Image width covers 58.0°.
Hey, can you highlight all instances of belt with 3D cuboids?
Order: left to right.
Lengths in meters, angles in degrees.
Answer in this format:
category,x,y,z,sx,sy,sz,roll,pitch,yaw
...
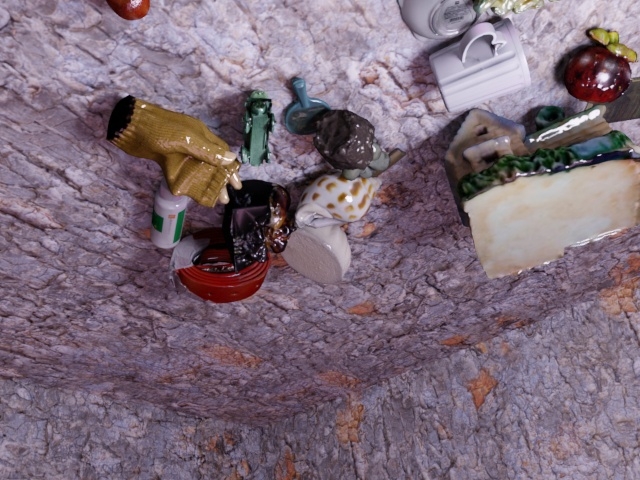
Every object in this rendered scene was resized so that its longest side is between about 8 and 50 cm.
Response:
category,x,y,z,sx,sy,sz,roll,pitch,yaw
belt,-0.324,0.078,1.818,0.323,0.227,0.115,-1,143,-23

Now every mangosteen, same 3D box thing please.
category,x,y,z,sx,sy,sz,roll,pitch,yaw
mangosteen,0.707,-0.435,1.453,0.166,0.166,0.180,6,119,-26

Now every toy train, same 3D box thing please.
category,x,y,z,sx,sy,sz,roll,pitch,yaw
toy train,-0.157,-0.278,1.420,0.083,0.132,0.200,2,143,-12

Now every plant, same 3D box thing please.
category,x,y,z,sx,sy,sz,roll,pitch,yaw
plant,0.094,-0.239,1.535,0.146,0.149,0.274,22,178,27

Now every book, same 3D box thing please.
category,x,y,z,sx,sy,sz,roll,pitch,yaw
book,0.883,-0.405,1.665,0.228,0.024,0.160,-10,147,-4

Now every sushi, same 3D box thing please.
category,x,y,z,sx,sy,sz,roll,pitch,yaw
sushi,-0.179,-0.063,1.701,0.212,0.215,0.227,-8,127,-15

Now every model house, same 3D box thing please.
category,x,y,z,sx,sy,sz,roll,pitch,yaw
model house,0.569,-0.198,1.564,0.445,0.400,0.395,-20,135,15

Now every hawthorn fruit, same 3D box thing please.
category,x,y,z,sx,sy,sz,roll,pitch,yaw
hawthorn fruit,-0.368,-0.466,1.109,0.093,0.093,0.093,-9,147,-6

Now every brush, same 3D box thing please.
category,x,y,z,sx,sy,sz,roll,pitch,yaw
brush,0.160,-0.191,1.743,0.043,0.036,0.248,14,139,-45

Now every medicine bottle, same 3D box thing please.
category,x,y,z,sx,sy,sz,roll,pitch,yaw
medicine bottle,-0.434,-0.082,1.658,0.095,0.095,0.260,2,145,-21

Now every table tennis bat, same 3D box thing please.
category,x,y,z,sx,sy,sz,roll,pitch,yaw
table tennis bat,-0.038,-0.336,1.461,0.124,0.033,0.201,-16,152,2

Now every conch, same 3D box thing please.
category,x,y,z,sx,sy,sz,roll,pitch,yaw
conch,0.056,-0.122,1.678,0.274,0.149,0.183,-2,171,-13

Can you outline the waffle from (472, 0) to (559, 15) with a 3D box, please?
category,x,y,z,sx,sy,sz,roll,pitch,yaw
waffle,0.436,-0.599,1.146,0.309,0.056,0.292,-13,135,-11

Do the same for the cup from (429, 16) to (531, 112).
category,x,y,z,sx,sy,sz,roll,pitch,yaw
cup,0.364,-0.424,1.353,0.202,0.167,0.221,-20,130,17

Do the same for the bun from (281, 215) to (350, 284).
category,x,y,z,sx,sy,sz,roll,pitch,yaw
bun,0.000,0.000,1.875,0.263,0.175,0.263,25,148,17

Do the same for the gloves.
category,x,y,z,sx,sy,sz,roll,pitch,yaw
gloves,-0.338,-0.223,1.407,0.356,0.155,0.203,36,136,-25

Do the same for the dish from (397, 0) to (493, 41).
category,x,y,z,sx,sy,sz,roll,pitch,yaw
dish,0.295,-0.510,1.260,0.246,0.078,0.224,-4,145,-13
